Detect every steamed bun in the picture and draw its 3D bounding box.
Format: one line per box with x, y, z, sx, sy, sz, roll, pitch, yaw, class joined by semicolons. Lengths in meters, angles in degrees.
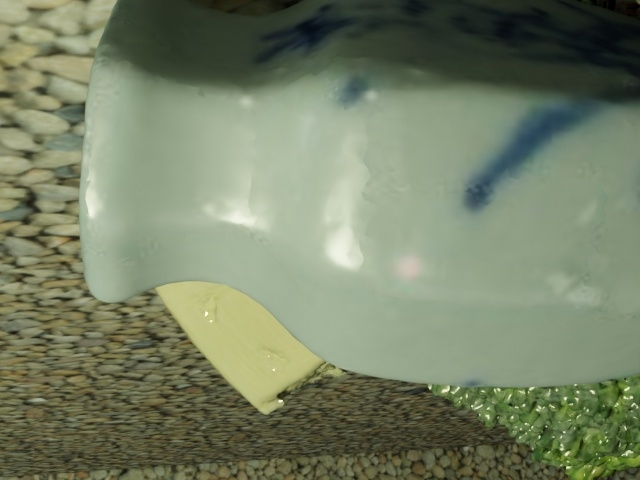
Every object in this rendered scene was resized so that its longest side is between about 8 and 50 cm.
0.000;0.000;0.864;0.225;0.200;0.170;-29;-168;44;steamed bun

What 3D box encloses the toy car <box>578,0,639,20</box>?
0.222;-0.152;0.683;0.142;0.055;0.069;4;163;10;toy car

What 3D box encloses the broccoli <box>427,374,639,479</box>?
0.226;0.029;0.891;0.277;0.338;0.317;21;-176;2;broccoli

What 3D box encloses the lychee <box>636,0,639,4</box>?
0.236;-0.154;0.517;0.197;0.165;0.165;-19;160;12;lychee

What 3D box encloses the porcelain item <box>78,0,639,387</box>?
0.082;-0.036;0.636;0.405;0.242;0.178;7;120;-4;porcelain item
